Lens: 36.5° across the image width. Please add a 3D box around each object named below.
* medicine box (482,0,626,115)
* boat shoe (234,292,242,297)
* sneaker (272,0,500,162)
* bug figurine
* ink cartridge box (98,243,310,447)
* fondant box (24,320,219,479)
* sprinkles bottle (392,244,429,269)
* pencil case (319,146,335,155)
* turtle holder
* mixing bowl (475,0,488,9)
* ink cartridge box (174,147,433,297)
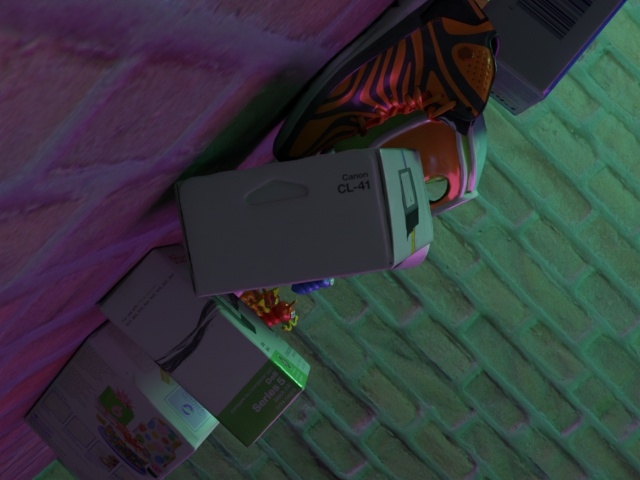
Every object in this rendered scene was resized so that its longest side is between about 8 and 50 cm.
[{"bbox_3d":[0.337,-0.342,1.446,0.263,0.149,0.289,-51,178,4],"label":"medicine box"},{"bbox_3d":[-0.106,-0.028,1.625,0.324,0.096,0.116,-48,140,-11],"label":"boat shoe"},{"bbox_3d":[0.099,-0.173,1.213,0.321,0.180,0.124,-44,179,0],"label":"sneaker"},{"bbox_3d":[-0.093,0.119,1.819,0.216,0.072,0.279,-19,-172,27],"label":"bug figurine"},{"bbox_3d":[-0.152,0.136,1.346,0.115,0.273,0.198,-47,180,2],"label":"ink cartridge box"},{"bbox_3d":[-0.330,0.292,1.604,0.096,0.238,0.330,-43,179,-45],"label":"fondant box"},{"bbox_3d":[0.000,0.000,1.549,0.355,0.121,0.121,-6,158,-29],"label":"sprinkles bottle"},{"bbox_3d":[0.043,-0.074,1.907,0.386,0.160,0.167,-73,-173,-62],"label":"pencil case"},{"bbox_3d":[0.135,-0.143,1.512,0.243,0.227,0.320,-25,179,-17],"label":"turtle holder"},{"bbox_3d":[0.248,-0.370,1.738,0.181,0.098,0.181,-45,180,0],"label":"mixing bowl"},{"bbox_3d":[-0.004,-0.028,1.115,0.226,0.131,0.306,-9,-176,15],"label":"ink cartridge box"}]
